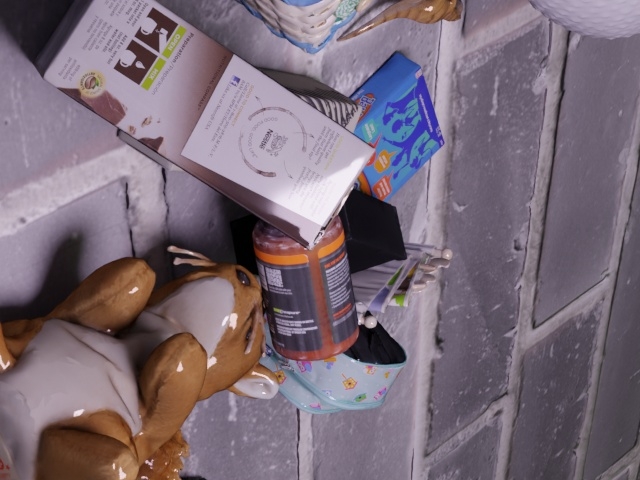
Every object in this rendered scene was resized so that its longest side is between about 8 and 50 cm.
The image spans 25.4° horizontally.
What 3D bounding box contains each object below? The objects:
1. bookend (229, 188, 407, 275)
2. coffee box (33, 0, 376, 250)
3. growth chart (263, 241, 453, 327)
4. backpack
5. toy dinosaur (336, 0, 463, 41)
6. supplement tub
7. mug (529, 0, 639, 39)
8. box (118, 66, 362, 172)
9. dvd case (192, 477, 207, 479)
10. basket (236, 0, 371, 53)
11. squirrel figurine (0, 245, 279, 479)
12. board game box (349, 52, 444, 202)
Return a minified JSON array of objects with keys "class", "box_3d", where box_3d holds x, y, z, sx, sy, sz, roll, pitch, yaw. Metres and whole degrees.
[{"class":"bookend","box_3d":[0.000,0.000,1.739,0.156,0.072,0.157,-19,162,25]},{"class":"coffee box","box_3d":[-0.114,-0.128,1.351,0.297,0.168,0.119,32,92,-18]},{"class":"growth chart","box_3d":[0.058,0.047,1.799,0.237,0.172,0.021,-39,135,-52]},{"class":"backpack","box_3d":[0.011,0.145,1.833,0.166,0.188,0.144,6,113,-53]},{"class":"toy dinosaur","box_3d":[0.125,-0.290,1.728,0.211,0.064,0.112,-13,128,-45]},{"class":"supplement tub","box_3d":[-0.018,0.031,1.602,0.106,0.106,0.198,-28,122,-34]},{"class":"mug","box_3d":[0.387,-0.413,1.715,0.374,0.276,0.328,-24,157,11]},{"class":"box","box_3d":[-0.083,-0.133,1.575,0.275,0.094,0.113,0,117,-51]},{"class":"dvd case","box_3d":[-0.231,0.409,1.850,0.221,0.018,0.164,-55,167,2]},{"class":"basket","box_3d":[0.001,-0.348,1.405,0.255,0.201,0.289,-44,154,-15]},{"class":"squirrel figurine","box_3d":[-0.228,0.178,1.564,0.370,0.281,0.397,-31,154,-48]},{"class":"board game box","box_3d":[0.060,-0.112,1.807,0.210,0.047,0.160,-45,144,-14]}]
